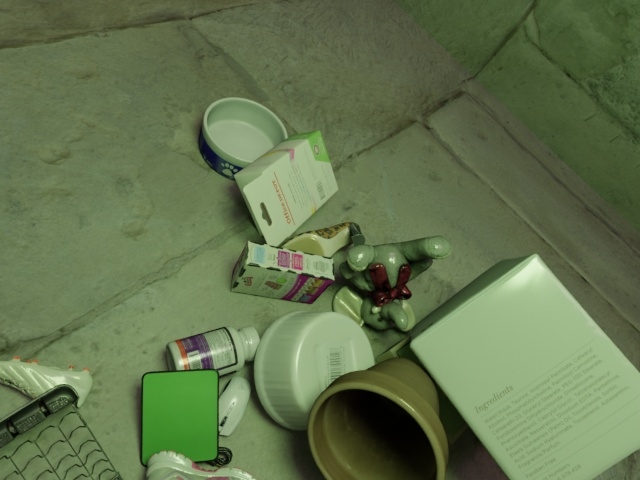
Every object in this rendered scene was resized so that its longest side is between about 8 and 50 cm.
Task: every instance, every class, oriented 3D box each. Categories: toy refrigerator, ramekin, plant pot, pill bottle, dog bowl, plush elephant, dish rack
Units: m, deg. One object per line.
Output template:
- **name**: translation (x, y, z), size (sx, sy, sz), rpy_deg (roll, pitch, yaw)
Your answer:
- **toy refrigerator**: translation (0.278, 0.400, 1.114), size (0.102, 0.094, 0.270), rpy_deg (-22, 72, -35)
- **ramekin**: translation (-0.001, 0.295, 0.957), size (0.277, 0.135, 0.278), rpy_deg (13, 69, -38)
- **plant pot**: translation (0.138, 0.354, 0.826), size (0.263, 0.263, 0.229), rpy_deg (51, 28, 10)
- **pill bottle**: translation (-0.237, 0.256, 0.932), size (0.193, 0.108, 0.108), rpy_deg (-10, 65, -32)
- **dog bowl**: translation (-0.242, -0.316, 1.297), size (0.264, 0.104, 0.265), rpy_deg (13, 55, -20)
- **plush elephant**: translation (0.178, 0.140, 1.145), size (0.271, 0.330, 0.256), rpy_deg (-6, 85, -16)
- **dish rack**: translation (-0.472, 0.420, 0.716), size (0.208, 0.074, 0.272), rpy_deg (-33, 96, -35)

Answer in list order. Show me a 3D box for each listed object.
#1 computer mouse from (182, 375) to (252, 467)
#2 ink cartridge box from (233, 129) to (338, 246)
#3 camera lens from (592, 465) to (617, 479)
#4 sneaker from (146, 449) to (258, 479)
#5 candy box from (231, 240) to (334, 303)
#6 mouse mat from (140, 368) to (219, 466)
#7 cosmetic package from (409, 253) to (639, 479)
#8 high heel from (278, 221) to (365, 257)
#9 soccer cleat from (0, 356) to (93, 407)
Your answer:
- **computer mouse**: translation (-0.209, 0.384, 0.907), size (0.106, 0.042, 0.193), rpy_deg (29, 51, -6)
- **ink cartridge box**: translation (-0.108, -0.148, 1.189), size (0.353, 0.119, 0.207), rpy_deg (-46, 127, -40)
- **camera lens**: translation (0.646, 0.514, 1.150), size (0.219, 0.219, 0.275), rpy_deg (0, 60, -27)
- **sneaker**: translation (-0.219, 0.495, 0.779), size (0.252, 0.103, 0.111), rpy_deg (18, 32, -7)
- **candy box**: translation (-0.100, 0.089, 1.077), size (0.233, 0.159, 0.071), rpy_deg (12, 54, -21)
- **mouse mat**: translation (-0.282, 0.356, 0.834), size (0.152, 0.007, 0.190), rpy_deg (1, 88, -11)
- **cosmetic package**: translation (0.453, 0.286, 0.953), size (0.394, 0.327, 0.329), rpy_deg (53, 8, 12)
- **high heel**: translation (0.000, 0.000, 1.263), size (0.261, 0.186, 0.093), rpy_deg (-8, 103, -1)
- **soccer cleat**: translation (-0.546, 0.272, 0.792), size (0.196, 0.068, 0.076), rpy_deg (17, 57, -21)
